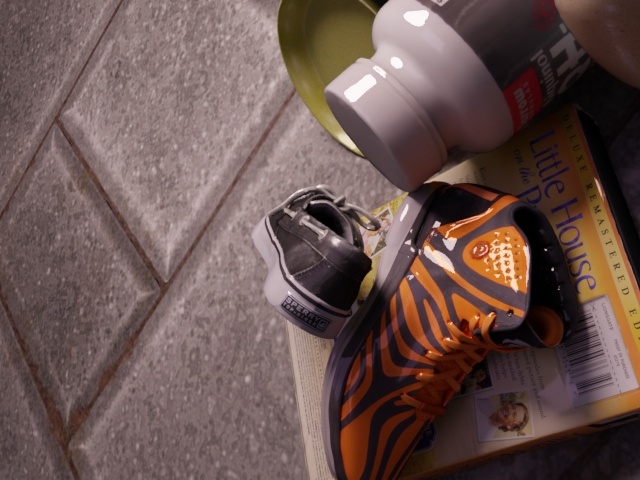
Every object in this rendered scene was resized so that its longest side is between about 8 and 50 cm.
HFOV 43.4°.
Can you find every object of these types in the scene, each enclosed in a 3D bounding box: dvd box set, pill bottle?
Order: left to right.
[{"bbox_3d":[0.137,0.084,0.858,0.420,0.062,0.307,-29,59,33],"label":"dvd box set"},{"bbox_3d":[0.163,-0.196,0.771,0.318,0.176,0.176,-41,49,-3],"label":"pill bottle"}]

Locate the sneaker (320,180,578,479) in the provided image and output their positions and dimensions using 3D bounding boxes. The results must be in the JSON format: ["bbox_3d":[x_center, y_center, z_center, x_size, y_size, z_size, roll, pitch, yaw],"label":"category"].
[{"bbox_3d":[0.119,0.101,0.738,0.180,0.125,0.321,15,88,46],"label":"sneaker"}]

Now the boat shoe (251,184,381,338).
[{"bbox_3d":[-0.004,-0.002,0.831,0.105,0.113,0.306,-56,7,9],"label":"boat shoe"}]

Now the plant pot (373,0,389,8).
[{"bbox_3d":[0.075,-0.426,0.885,0.341,0.334,0.341,-14,69,40],"label":"plant pot"}]

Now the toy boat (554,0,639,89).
[{"bbox_3d":[0.336,-0.255,0.617,0.318,0.268,0.148,-40,51,26],"label":"toy boat"}]

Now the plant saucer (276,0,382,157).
[{"bbox_3d":[0.042,-0.205,0.959,0.037,0.240,0.241,-39,40,-25],"label":"plant saucer"}]
